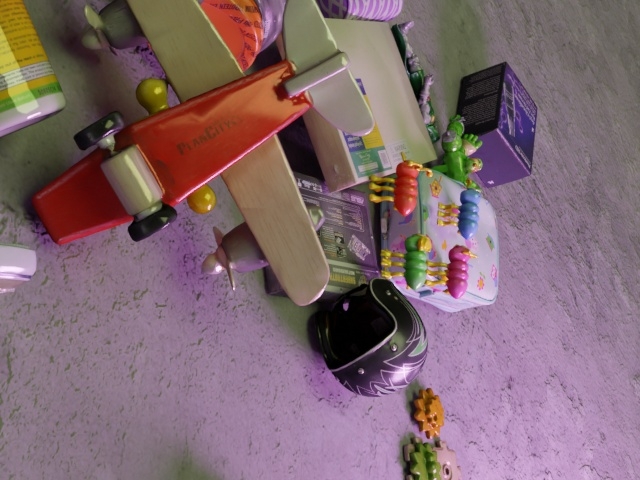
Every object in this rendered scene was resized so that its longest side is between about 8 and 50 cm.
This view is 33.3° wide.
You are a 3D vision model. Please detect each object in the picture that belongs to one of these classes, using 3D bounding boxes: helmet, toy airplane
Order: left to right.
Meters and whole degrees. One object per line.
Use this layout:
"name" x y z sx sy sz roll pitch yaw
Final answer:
"toy airplane" -0.133 -0.143 1.325 0.384 0.272 0.386 15 82 -22
"helmet" 0.082 0.154 1.606 0.169 0.169 0.161 12 50 -53

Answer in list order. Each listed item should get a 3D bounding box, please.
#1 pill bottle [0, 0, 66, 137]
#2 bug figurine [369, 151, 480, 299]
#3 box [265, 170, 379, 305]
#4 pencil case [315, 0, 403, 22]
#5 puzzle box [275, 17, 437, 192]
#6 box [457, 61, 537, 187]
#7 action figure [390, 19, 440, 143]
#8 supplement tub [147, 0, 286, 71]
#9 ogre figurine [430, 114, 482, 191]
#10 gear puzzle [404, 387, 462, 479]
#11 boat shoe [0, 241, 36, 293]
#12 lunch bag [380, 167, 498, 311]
"pill bottle" -0.378 -0.229 1.129 0.136 0.136 0.246 -34 105 -55
"bug figurine" 0.186 -0.017 1.722 0.279 0.072 0.216 16 74 -50
"box" 0.000 0.000 1.647 0.231 0.056 0.183 11 67 -53
"pencil case" 0.069 -0.428 1.902 0.206 0.086 0.088 -24 97 -56
"puzzle box" 0.069 -0.236 1.794 0.409 0.052 0.272 -21 92 -64
"box" 0.367 -0.240 2.231 0.153 0.108 0.207 45 42 -36
"action figure" 0.183 -0.296 2.025 0.137 0.063 0.232 -52 128 -79
"supplement tub" -0.127 -0.397 1.500 0.207 0.207 0.338 46 43 -35
"ogre figurine" 0.265 -0.139 2.061 0.118 0.097 0.197 -18 120 -70
"gear puzzle" 0.205 0.411 1.776 0.175 0.044 0.339 20 60 -50
"boat shoe" -0.410 0.047 1.017 0.302 0.109 0.094 -3 94 -47
"lunch bag" 0.210 0.008 1.898 0.279 0.108 0.224 22 65 -47
